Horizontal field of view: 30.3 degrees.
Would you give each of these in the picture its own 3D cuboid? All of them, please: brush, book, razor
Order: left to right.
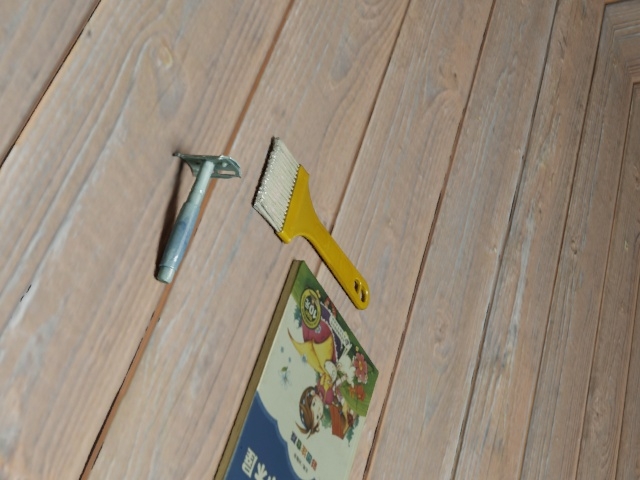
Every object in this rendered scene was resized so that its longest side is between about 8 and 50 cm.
[{"bbox_3d":[-0.130,-0.020,1.156,0.040,0.068,0.135,40,62,-47],"label":"razor"},{"bbox_3d":[-0.018,0.212,1.328,0.228,0.018,0.322,56,39,-38],"label":"book"},{"bbox_3d":[0.000,0.000,1.411,0.272,0.013,0.103,53,41,-43],"label":"brush"}]
